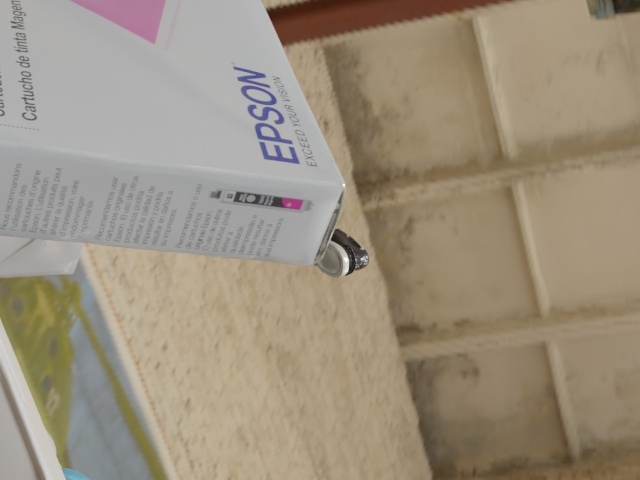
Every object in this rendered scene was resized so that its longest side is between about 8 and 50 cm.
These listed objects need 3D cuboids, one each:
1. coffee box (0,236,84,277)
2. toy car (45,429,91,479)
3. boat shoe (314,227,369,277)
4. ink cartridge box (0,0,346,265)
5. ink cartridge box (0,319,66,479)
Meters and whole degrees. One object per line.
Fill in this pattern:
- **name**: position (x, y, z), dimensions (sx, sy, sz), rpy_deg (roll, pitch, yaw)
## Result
- **coffee box**: position (-0.352, -0.116, 1.499), dimensions (0.118, 0.297, 0.168), rpy_deg (-2, -52, -38)
- **toy car**: position (-0.256, 0.249, 1.170), dimensions (0.136, 0.182, 0.159), rpy_deg (10, -66, 24)
- **boat shoe**: position (0.000, 0.000, 1.376), dimensions (0.038, 0.125, 0.046), rpy_deg (-10, -65, -34)
- **ink cartridge box**: position (-0.180, -0.120, 0.825), dimensions (0.330, 0.324, 0.071), rpy_deg (7, -55, -24)
- **ink cartridge box**: position (-0.290, 0.124, 0.745), dimensions (0.272, 0.115, 0.198), rpy_deg (-23, -104, -8)
